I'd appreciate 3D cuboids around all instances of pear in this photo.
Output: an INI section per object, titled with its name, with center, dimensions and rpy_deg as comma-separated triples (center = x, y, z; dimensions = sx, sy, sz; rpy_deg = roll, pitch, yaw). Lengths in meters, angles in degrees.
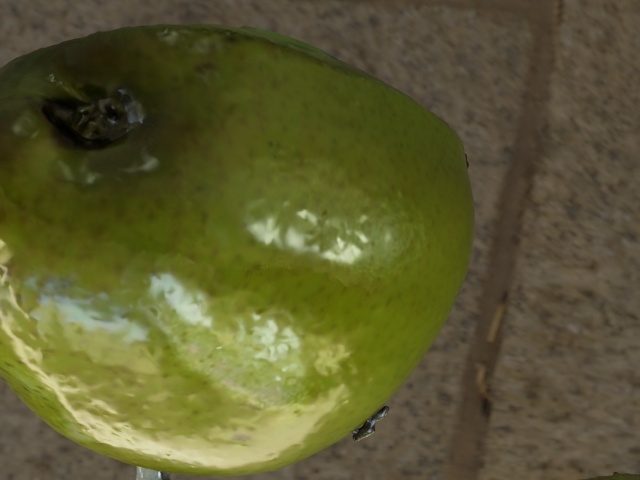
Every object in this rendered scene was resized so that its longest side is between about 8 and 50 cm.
[pear]
center = -0.108, 0.007, 1.067
dimensions = 0.342, 0.318, 0.239
rpy_deg = -18, 58, 30

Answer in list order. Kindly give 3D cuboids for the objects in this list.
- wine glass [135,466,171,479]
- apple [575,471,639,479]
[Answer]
[wine glass]
center = -0.148, 0.266, 1.485
dimensions = 0.126, 0.126, 0.241
rpy_deg = 3, 100, 26
[apple]
center = 0.191, 0.216, 0.859
dimensions = 0.120, 0.265, 0.193
rpy_deg = -53, 39, 27
